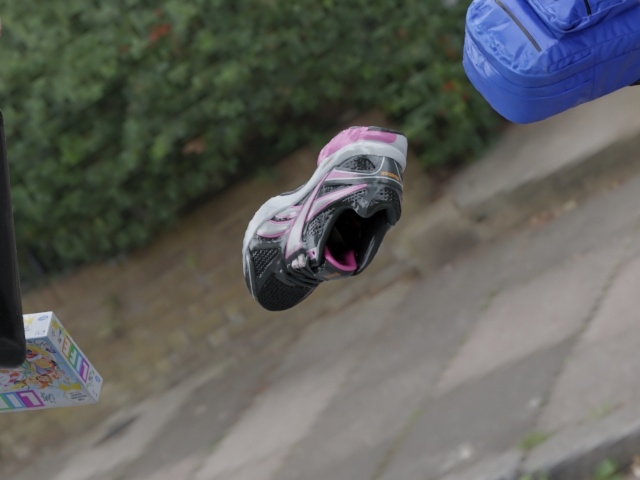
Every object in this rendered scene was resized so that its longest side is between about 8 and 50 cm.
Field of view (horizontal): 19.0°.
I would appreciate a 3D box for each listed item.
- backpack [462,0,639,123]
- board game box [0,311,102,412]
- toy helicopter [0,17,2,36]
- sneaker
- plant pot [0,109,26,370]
[{"bbox_3d":[0.158,-0.148,1.327,0.120,0.098,0.101,-26,-36,-15],"label":"backpack"},{"bbox_3d":[-0.276,0.107,1.615,0.154,0.103,0.026,-8,51,19],"label":"board game box"},{"bbox_3d":[-0.405,-0.154,1.378,0.235,0.355,0.140,-112,32,-47],"label":"toy helicopter"},{"bbox_3d":[0.000,0.000,1.319,0.178,0.072,0.077,125,150,-43],"label":"sneaker"},{"bbox_3d":[-0.330,0.007,1.294,0.187,0.188,0.167,-9,-4,24],"label":"plant pot"}]
